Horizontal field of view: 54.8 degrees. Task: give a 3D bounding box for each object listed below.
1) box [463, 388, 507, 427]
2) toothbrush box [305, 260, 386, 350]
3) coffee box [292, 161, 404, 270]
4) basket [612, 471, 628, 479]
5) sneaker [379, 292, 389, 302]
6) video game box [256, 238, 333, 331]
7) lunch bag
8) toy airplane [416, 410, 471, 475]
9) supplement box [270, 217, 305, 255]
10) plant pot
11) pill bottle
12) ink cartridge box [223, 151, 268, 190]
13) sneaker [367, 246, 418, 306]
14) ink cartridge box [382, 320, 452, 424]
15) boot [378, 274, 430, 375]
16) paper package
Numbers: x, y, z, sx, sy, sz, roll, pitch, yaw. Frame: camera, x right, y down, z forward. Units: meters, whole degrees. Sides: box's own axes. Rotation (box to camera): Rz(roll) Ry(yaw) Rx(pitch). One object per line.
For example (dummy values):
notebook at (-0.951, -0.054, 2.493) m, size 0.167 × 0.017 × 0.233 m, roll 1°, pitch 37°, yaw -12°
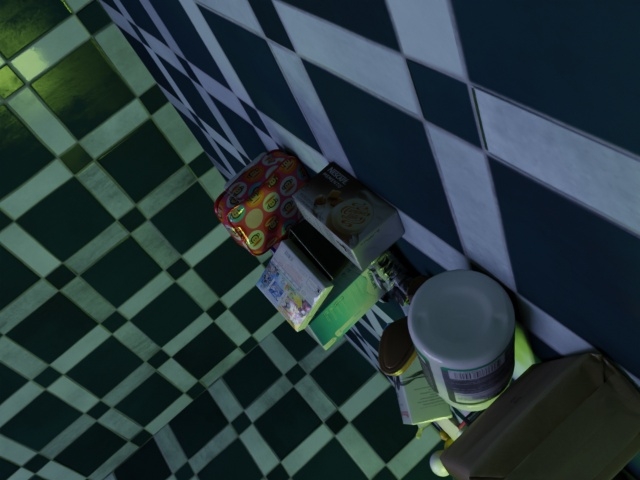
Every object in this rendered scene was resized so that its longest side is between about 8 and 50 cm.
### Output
box at (0.507, 0.504, 1.627) m, size 0.108 × 0.153 × 0.207 m, roll 55°, pitch 169°, yaw -27°
toothbrush box at (0.060, 0.179, 1.983) m, size 0.126 × 0.295 × 0.216 m, roll 41°, pitch 168°, yaw 34°
coffee box at (0.064, -0.063, 1.483) m, size 0.246 × 0.141 × 0.098 m, roll 44°, pitch 170°, yaw 38°
basket at (0.605, 0.549, 1.383) m, size 0.227 × 0.154 × 0.204 m, roll 52°, pitch 169°, yaw 5°
sneaker at (0.203, 0.178, 2.125) m, size 0.098 × 0.038 × 0.069 m, roll 42°, pitch 171°, yaw -15°
video game box at (-0.079, 0.132, 1.824) m, size 0.205 × 0.187 × 0.048 m, roll 46°, pitch -150°, yaw 22°
lunch bag at (-0.150, -0.102, 1.868) m, size 0.120 × 0.293 × 0.258 m, roll 33°, pitch 162°, yaw 45°
toy airplane at (0.492, 0.708, 2.145) m, size 0.384 × 0.272 × 0.386 m, roll 53°, pitch 171°, yaw -15°
supplement box at (-0.043, 0.003, 2.002) m, size 0.114 × 0.220 × 0.111 m, roll 45°, pitch 171°, yaw 20°
plant pot at (0.028, 0.000, 1.819) m, size 0.187 × 0.167 × 0.188 m, roll 49°, pitch 170°, yaw 4°
pill bottle at (0.306, 0.228, 1.305) m, size 0.204 × 0.204 × 0.361 m, roll 44°, pitch 169°, yaw 32°
ink cartridge box at (-0.168, -0.134, 2.110) m, size 0.273 × 0.197 × 0.114 m, roll 55°, pitch 168°, yaw -32°
sneaker at (0.188, 0.077, 1.606) m, size 0.153 × 0.101 × 0.268 m, roll 41°, pitch 173°, yaw 40°
ink cartridge box at (0.293, 0.408, 1.927) m, size 0.223 × 0.129 × 0.308 m, roll 89°, pitch 169°, yaw -74°
boot at (0.250, 0.255, 1.517) m, size 0.109 × 0.283 × 0.220 m, roll -6°, pitch 134°, yaw 33°
paper package at (0.394, 0.369, 1.127) m, size 0.168 × 0.309 × 0.325 m, roll 48°, pitch 172°, yaw 12°
